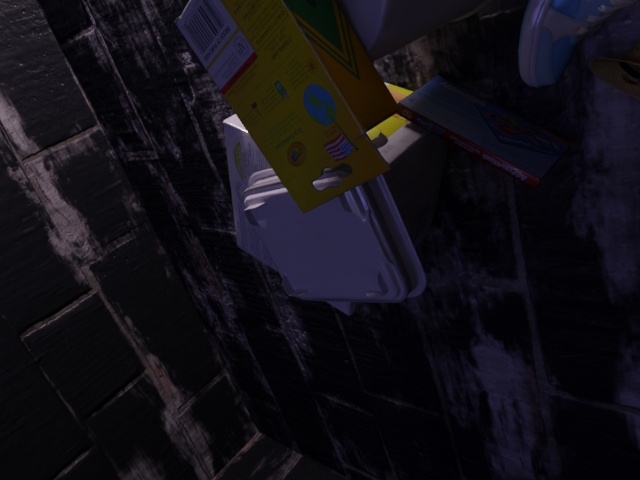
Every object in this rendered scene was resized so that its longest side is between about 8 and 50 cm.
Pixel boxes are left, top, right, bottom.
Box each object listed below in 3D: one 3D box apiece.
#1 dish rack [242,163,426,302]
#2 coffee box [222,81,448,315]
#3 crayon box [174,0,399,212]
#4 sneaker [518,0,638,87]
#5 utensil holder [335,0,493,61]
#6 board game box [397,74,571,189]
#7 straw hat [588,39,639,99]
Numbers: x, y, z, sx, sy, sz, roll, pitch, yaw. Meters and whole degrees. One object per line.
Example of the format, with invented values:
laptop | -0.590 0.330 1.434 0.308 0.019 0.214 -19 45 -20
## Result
dish rack | 0.000 0.000 0.912 0.333 0.072 0.285 -6 116 46
coffee box | 0.037 -0.125 1.104 0.335 0.338 0.338 29 139 27
crayon box | -0.037 -0.207 0.674 0.202 0.081 0.318 -21 105 53
sneaker | 0.408 -0.336 0.703 0.208 0.127 0.318 31 141 27
utensil holder | 0.081 -0.438 0.741 0.328 0.385 0.327 27 138 28
board game box | 0.290 -0.203 0.929 0.281 0.145 0.027 35 144 21
straw hat | 0.474 -0.255 0.749 0.145 0.144 0.061 34 103 22
